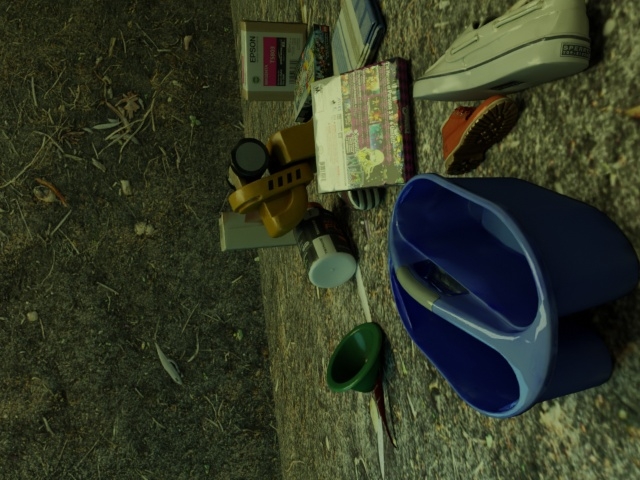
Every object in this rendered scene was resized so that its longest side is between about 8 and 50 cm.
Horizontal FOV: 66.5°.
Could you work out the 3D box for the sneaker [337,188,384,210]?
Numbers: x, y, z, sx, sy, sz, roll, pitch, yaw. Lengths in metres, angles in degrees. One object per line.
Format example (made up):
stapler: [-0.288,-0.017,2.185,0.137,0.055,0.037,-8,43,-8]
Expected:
sneaker: [0.058,-0.196,1.105,0.162,0.107,0.281,150,114,-76]

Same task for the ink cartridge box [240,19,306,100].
ink cartridge box: [-0.148,-0.564,1.538,0.088,0.194,0.234,-122,30,-58]

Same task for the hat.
hat: [0.132,0.329,1.157,0.208,0.184,0.173,-55,20,-12]

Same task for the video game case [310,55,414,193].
video game case: [0.077,-0.213,0.950,0.210,0.042,0.231,-2,94,41]

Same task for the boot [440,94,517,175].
boot: [0.208,-0.163,0.672,0.158,0.059,0.084,121,146,-66]

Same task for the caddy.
caddy: [0.187,0.050,0.590,0.341,0.179,0.241,-129,38,-63]

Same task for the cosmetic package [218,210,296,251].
cosmetic package: [-0.191,-0.039,1.675,0.153,0.297,0.129,164,102,-73]

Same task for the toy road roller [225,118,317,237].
toy road roller: [-0.078,-0.152,1.263,0.240,0.330,0.202,66,164,1]

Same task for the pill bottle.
pill bottle: [0.000,0.000,1.315,0.245,0.131,0.130,-112,23,-45]

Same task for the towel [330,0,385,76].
towel: [0.070,-0.437,1.110,0.285,0.034,0.209,115,148,-57]

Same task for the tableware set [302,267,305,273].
tableware set: [-0.023,0.068,1.585,0.194,0.039,0.128,163,101,-74]

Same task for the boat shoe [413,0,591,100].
boat shoe: [0.204,-0.228,0.597,0.267,0.096,0.088,-162,72,-72]

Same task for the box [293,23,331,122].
box: [-0.026,-0.434,1.297,0.233,0.044,0.159,146,125,-72]
